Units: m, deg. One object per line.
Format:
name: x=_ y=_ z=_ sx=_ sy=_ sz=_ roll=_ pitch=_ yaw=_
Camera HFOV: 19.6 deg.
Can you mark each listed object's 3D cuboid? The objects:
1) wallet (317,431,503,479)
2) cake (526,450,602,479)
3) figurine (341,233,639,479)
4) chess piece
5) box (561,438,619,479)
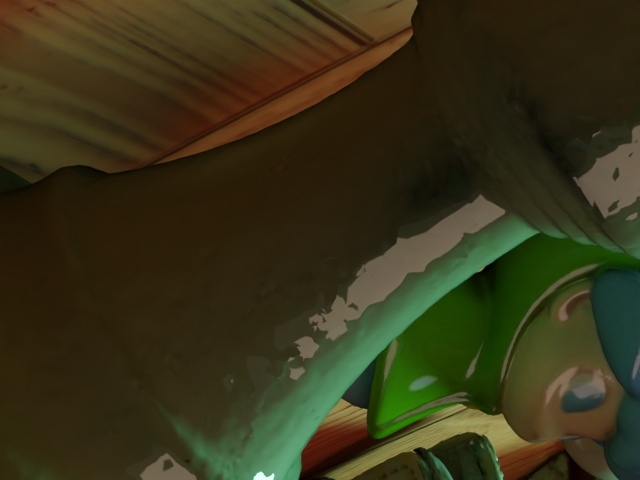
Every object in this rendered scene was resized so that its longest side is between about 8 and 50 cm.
wallet: x=0.008 y=0.272 z=1.189 sx=0.309 sy=0.223 sz=0.077 roll=-33 pitch=160 yaw=37
cake: x=0.246 y=0.260 z=1.407 sx=0.196 sy=0.199 sz=0.293 roll=-4 pitch=155 yaw=-26
figurine: x=0.096 y=0.036 z=0.806 sx=0.263 sy=0.143 sz=0.162 roll=0 pitch=151 yaw=1
chess piece: x=0.000 y=0.000 z=0.577 sx=0.299 sy=0.195 sz=0.194 roll=-33 pitch=156 yaw=15
box: x=0.227 y=0.091 z=1.100 sx=0.146 sy=0.088 sz=0.200 roll=-31 pitch=157 yaw=35
